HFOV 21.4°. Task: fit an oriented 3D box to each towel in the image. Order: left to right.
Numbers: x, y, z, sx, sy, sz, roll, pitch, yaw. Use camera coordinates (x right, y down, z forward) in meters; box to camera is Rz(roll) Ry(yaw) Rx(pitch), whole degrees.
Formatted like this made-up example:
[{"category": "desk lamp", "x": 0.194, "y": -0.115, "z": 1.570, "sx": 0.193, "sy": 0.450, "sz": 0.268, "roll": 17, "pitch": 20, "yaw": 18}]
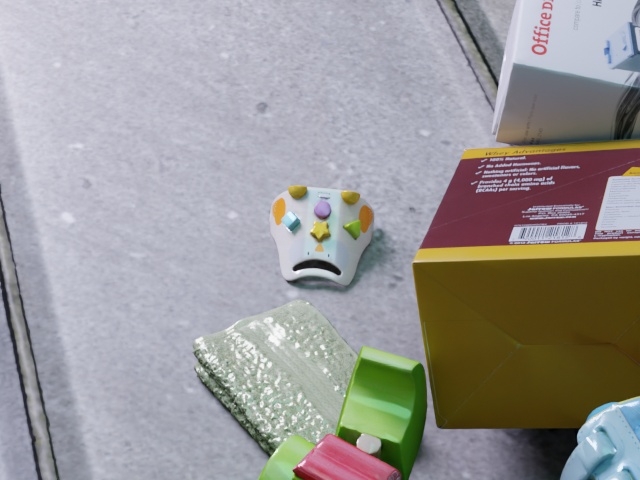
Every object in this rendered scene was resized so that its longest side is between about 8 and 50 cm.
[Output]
[{"category": "towel", "x": -0.015, "y": 0.104, "z": 1.221, "sx": 0.110, "sy": 0.027, "sz": 0.148, "roll": -25, "pitch": 52, "yaw": -26}]

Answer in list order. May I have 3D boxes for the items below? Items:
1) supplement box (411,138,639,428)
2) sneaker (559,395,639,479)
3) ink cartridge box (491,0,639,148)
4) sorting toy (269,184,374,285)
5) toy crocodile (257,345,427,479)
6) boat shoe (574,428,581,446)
[{"category": "supplement box", "x": 0.181, "y": 0.026, "z": 1.177, "sx": 0.191, "sy": 0.129, "sz": 0.194, "roll": -2, "pitch": 25, "yaw": 18}, {"category": "sneaker", "x": 0.171, "y": 0.211, "z": 0.948, "sx": 0.319, "sy": 0.127, "sz": 0.208, "roll": -37, "pitch": 50, "yaw": -13}, {"category": "ink cartridge box", "x": 0.235, "y": -0.127, "z": 1.276, "sx": 0.190, "sy": 0.082, "sz": 0.140, "roll": 12, "pitch": 45, "yaw": 2}, {"category": "sorting toy", "x": 0.000, "y": 0.000, "z": 1.325, "sx": 0.083, "sy": 0.045, "sz": 0.075, "roll": 5, "pitch": 64, "yaw": -1}, {"category": "toy crocodile", "x": -0.023, "y": 0.208, "z": 1.055, "sx": 0.115, "sy": 0.105, "sz": 0.340, "roll": 26, "pitch": 53, "yaw": 19}, {"category": "boat shoe", "x": 0.237, "y": 0.217, "z": 1.063, "sx": 0.113, "sy": 0.127, "sz": 0.340, "roll": -3, "pitch": 44, "yaw": -7}]
